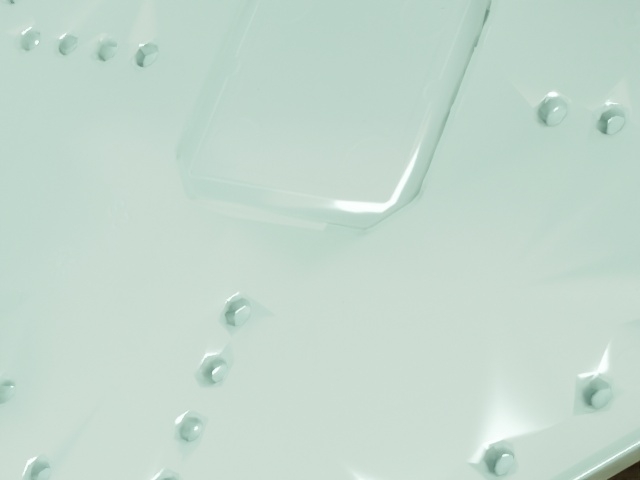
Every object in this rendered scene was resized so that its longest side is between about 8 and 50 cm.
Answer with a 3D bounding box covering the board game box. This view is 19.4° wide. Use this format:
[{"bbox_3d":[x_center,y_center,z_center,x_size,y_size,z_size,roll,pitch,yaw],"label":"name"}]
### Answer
[{"bbox_3d":[0.015,-0.051,0.716,0.390,0.050,0.390,-33,52,15],"label":"board game box"}]
